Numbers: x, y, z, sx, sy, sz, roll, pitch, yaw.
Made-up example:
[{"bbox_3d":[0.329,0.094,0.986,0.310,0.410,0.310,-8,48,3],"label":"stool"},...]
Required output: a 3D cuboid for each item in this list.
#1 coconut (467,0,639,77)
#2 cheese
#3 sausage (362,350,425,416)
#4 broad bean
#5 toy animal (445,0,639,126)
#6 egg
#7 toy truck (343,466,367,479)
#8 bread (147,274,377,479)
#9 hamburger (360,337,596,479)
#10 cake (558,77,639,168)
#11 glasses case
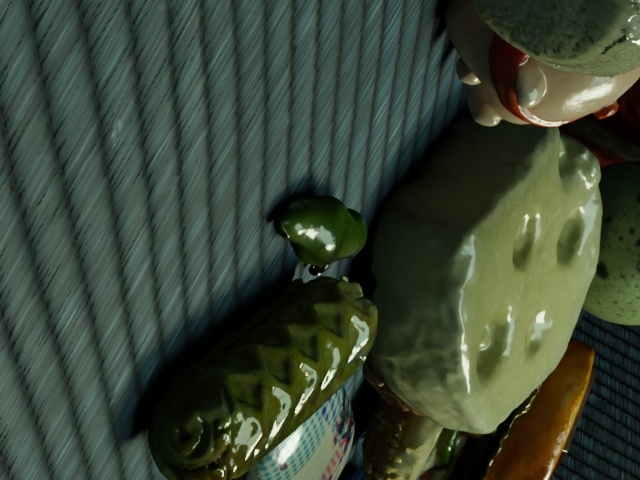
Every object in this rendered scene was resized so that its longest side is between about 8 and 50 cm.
[{"bbox_3d":[0.205,-0.240,1.260,0.234,0.224,0.224,-47,162,-32],"label":"coconut"},{"bbox_3d":[0.162,0.024,1.717,0.326,0.115,0.318,36,74,-61],"label":"cheese"},{"bbox_3d":[0.158,0.069,1.935,0.304,0.121,0.121,-51,164,-33],"label":"sausage"},{"bbox_3d":[0.006,-0.005,1.377,0.061,0.046,0.195,-43,169,-2],"label":"broad bean"},{"bbox_3d":[0.187,-0.168,1.452,0.171,0.171,0.198,-59,-173,-3],"label":"toy animal"},{"bbox_3d":[0.342,0.001,1.884,0.177,0.177,0.228,-56,-170,-16],"label":"egg"},{"bbox_3d":[0.098,0.396,2.335,0.161,0.162,0.385,-59,168,-6],"label":"toy truck"},{"bbox_3d":[-0.043,0.106,1.346,0.269,0.098,0.087,-38,112,-59],"label":"bread"},{"bbox_3d":[0.180,0.200,2.077,0.291,0.225,0.291,-62,174,-11],"label":"hamburger"},{"bbox_3d":[0.415,-0.183,2.029,0.269,0.270,0.319,-56,168,-14],"label":"cake"},{"bbox_3d":[-0.024,0.187,1.613,0.125,0.076,0.327,-60,167,-12],"label":"glasses case"}]
